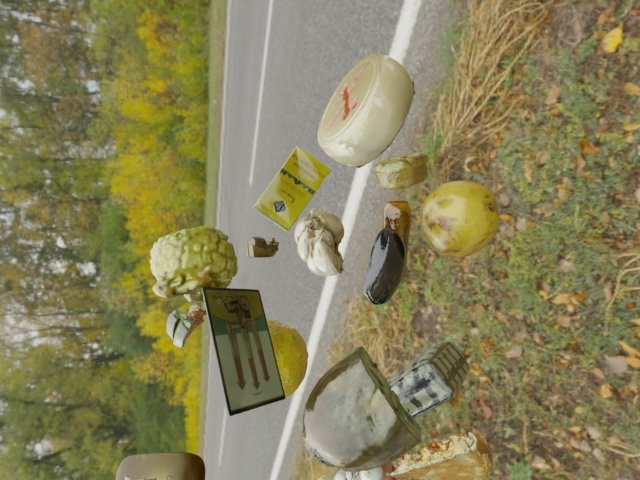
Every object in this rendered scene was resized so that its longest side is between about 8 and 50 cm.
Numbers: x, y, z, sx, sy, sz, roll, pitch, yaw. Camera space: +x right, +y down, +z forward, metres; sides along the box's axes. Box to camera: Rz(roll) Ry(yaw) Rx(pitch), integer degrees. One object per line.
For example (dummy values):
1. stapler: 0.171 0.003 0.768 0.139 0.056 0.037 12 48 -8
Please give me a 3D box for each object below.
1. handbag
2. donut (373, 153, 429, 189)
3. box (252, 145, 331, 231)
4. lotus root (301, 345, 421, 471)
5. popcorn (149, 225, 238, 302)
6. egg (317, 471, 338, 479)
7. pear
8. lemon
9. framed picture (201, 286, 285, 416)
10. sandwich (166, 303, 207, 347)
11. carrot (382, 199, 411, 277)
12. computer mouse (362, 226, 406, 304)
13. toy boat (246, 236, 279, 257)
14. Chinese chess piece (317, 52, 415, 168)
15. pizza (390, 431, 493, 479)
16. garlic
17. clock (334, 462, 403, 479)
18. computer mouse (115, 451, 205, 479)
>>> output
1. handbag: 0.326 0.502 1.616 0.327 0.325 0.162 -41 74 21
2. donut: 0.345 -0.296 2.030 0.208 0.261 0.128 2 106 44
3. box: -0.101 -0.184 1.693 0.279 0.153 0.041 -55 2 -4
4. lotus root: 0.070 0.451 1.173 0.267 0.260 0.149 55 -171 4
5. popcorn: -0.366 0.079 1.341 0.237 0.206 0.251 58 -134 -37
6. egg: 0.047 0.895 1.699 0.140 0.116 0.118 -13 53 32
7. pear: 0.489 -0.076 1.664 0.281 0.281 0.280 178 90 -72
8. lemon: -0.222 0.520 2.092 0.350 0.350 0.387 -111 5 -46
9. framed picture: -0.202 0.282 1.262 0.013 0.244 0.324 -24 72 25
10. sandwich: -0.596 0.367 2.097 0.109 0.160 0.185 36 128 11
11. carrot: 0.290 -0.002 1.823 0.114 0.114 0.302 -144 54 -68
12. computer mouse: 0.225 0.085 1.558 0.086 0.137 0.269 3 72 42
13. toy boat: -0.137 0.015 1.143 0.149 0.047 0.049 -1 -83 -72
14. Chinese chess piece: 0.130 -0.385 1.413 0.338 0.140 0.338 -47 28 34
15. pizza: 0.232 0.426 0.923 0.062 0.199 0.188 -92 -14 -48
16. garlic: -0.014 -0.003 1.763 0.203 0.185 0.281 55 -143 -50
17. clock: 0.137 0.681 1.364 0.166 0.162 0.093 -35 44 32
18. computer mouse: -0.543 0.802 1.587 0.072 0.310 0.158 79 -173 -62
